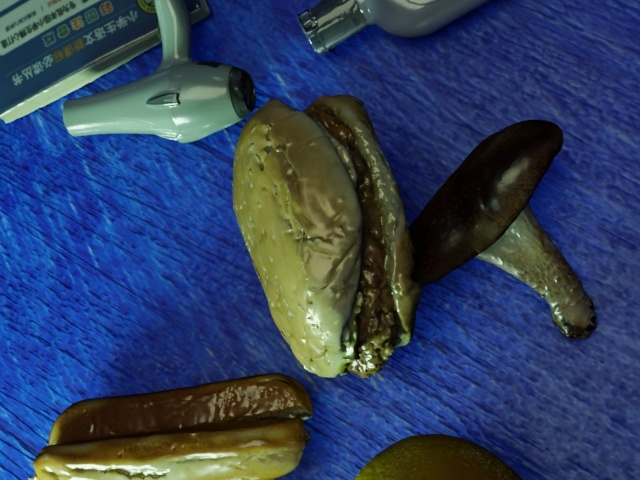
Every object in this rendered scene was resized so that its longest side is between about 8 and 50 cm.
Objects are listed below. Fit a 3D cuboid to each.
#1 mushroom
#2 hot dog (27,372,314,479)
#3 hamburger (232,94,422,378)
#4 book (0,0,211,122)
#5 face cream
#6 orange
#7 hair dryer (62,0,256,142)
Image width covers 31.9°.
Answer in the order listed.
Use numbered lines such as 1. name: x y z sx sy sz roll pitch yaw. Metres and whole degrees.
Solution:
1. mushroom: 0.216 0.006 1.143 0.217 0.148 0.227 39 124 -3
2. hot dog: -0.167 0.227 1.232 0.337 0.100 0.135 -11 36 17
3. hamburger: 0.000 -0.001 1.134 0.145 0.259 0.283 -18 68 -19
4. book: -0.340 -0.397 1.389 0.300 0.039 0.428 -25 78 12
5. face cream: 0.112 -0.297 1.231 0.291 0.071 0.144 -30 76 10
6. orange: 0.115 0.304 1.081 0.236 0.236 0.236 -2 83 16
7. hair dryer: -0.217 -0.224 1.295 0.229 0.092 0.267 -25 87 18
